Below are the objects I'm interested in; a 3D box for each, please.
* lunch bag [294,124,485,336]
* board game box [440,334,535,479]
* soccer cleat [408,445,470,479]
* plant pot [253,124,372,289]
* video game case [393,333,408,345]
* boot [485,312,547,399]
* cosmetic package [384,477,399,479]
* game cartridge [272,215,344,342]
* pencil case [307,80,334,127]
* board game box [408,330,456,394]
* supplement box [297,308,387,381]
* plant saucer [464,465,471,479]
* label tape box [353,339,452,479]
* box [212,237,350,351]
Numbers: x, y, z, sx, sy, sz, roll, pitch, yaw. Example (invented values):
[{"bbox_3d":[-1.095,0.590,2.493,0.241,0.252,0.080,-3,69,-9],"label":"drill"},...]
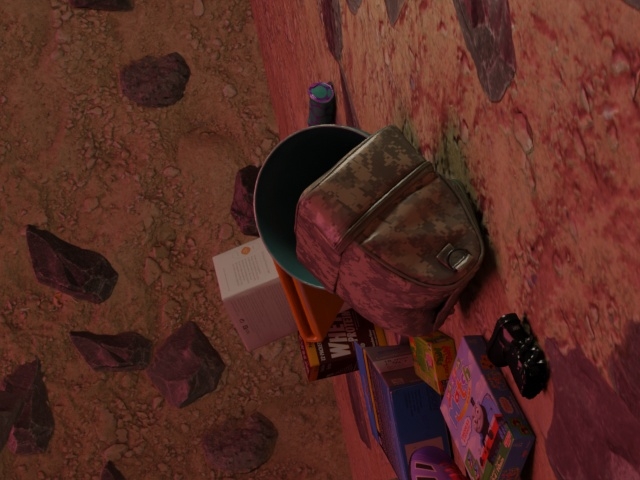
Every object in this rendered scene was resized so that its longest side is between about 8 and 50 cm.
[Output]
[{"bbox_3d":[0.115,0.009,1.500,0.256,0.213,0.305,47,164,12],"label":"lunch bag"},{"bbox_3d":[0.245,0.271,1.474,0.211,0.039,0.160,-109,24,-51],"label":"board game box"},{"bbox_3d":[0.224,0.419,1.552,0.318,0.109,0.116,-110,31,-57],"label":"soccer cleat"},{"bbox_3d":[0.050,-0.071,1.787,0.195,0.290,0.290,-25,-75,-66],"label":"plant pot"},{"bbox_3d":[0.141,0.064,2.127,0.204,0.025,0.285,86,169,-52],"label":"video game case"},{"bbox_3d":[0.259,0.163,1.297,0.121,0.045,0.099,89,164,-53],"label":"boot"},{"bbox_3d":[0.225,0.664,1.970,0.385,0.156,0.217,-113,13,-62],"label":"cosmetic package"},{"bbox_3d":[0.000,0.000,2.018,0.323,0.053,0.285,-59,-42,-51],"label":"game cartridge"},{"bbox_3d":[0.000,-0.328,2.423,0.070,0.065,0.151,58,165,22],"label":"pencil case"},{"bbox_3d":[0.206,0.214,1.792,0.181,0.043,0.092,-156,55,-81],"label":"board game box"},{"bbox_3d":[0.051,0.255,2.472,0.191,0.194,0.129,98,159,-70],"label":"supplement box"},{"bbox_3d":[0.278,0.405,1.578,0.198,0.036,0.198,168,90,-84],"label":"plant saucer"},{"bbox_3d":[0.171,0.349,2.044,0.333,0.106,0.240,-129,27,-75],"label":"label tape box"},{"bbox_3d":[-0.063,0.087,2.384,0.215,0.345,0.168,-114,1,-60],"label":"box"}]
